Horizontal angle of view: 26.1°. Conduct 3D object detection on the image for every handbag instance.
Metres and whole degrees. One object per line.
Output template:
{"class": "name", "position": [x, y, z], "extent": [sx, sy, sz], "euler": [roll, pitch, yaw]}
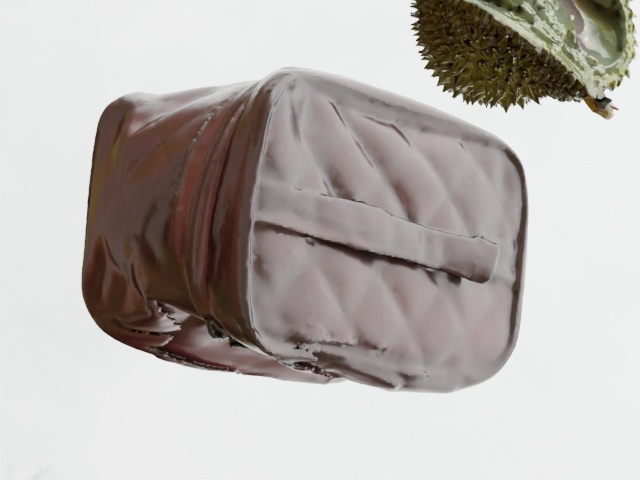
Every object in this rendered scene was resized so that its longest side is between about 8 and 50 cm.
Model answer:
{"class": "handbag", "position": [0.000, 0.000, 0.694], "extent": [0.135, 0.225, 0.146], "euler": [-4, -104, 43]}

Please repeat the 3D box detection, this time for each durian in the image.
{"class": "durian", "position": [0.195, -0.187, 1.323], "extent": [0.237, 0.193, 0.137], "euler": [59, -23, 22]}
